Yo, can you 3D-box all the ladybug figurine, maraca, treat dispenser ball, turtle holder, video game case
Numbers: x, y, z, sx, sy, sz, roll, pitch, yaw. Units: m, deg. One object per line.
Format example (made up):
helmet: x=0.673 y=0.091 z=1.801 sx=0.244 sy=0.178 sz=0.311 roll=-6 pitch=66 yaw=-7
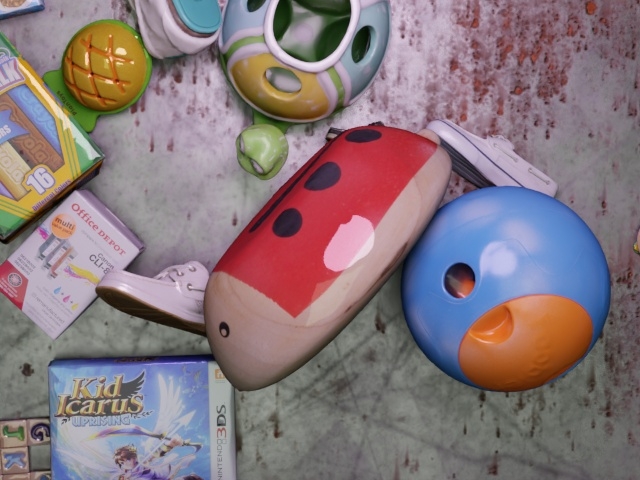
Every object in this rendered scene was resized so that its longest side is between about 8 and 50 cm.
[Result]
ladybug figurine: x=0.000 y=0.000 z=1.590 sx=0.162 sy=0.305 sz=0.449 roll=45 pitch=72 yaw=-12
maraca: x=-0.317 y=-0.234 z=1.666 sx=0.186 sy=0.099 sz=0.127 roll=-37 pitch=93 yaw=25
treat dispenser ball: x=0.255 y=0.067 z=1.631 sx=0.288 sy=0.288 sz=0.288 roll=0 pitch=94 yaw=-4
turtle holder: x=-0.044 y=-0.269 z=1.616 sx=0.320 sy=0.227 sz=0.243 roll=-41 pitch=96 yaw=-1
video game case: x=-0.257 y=0.294 z=1.713 sx=0.270 sy=0.061 sz=0.244 roll=-2 pitch=93 yaw=-7

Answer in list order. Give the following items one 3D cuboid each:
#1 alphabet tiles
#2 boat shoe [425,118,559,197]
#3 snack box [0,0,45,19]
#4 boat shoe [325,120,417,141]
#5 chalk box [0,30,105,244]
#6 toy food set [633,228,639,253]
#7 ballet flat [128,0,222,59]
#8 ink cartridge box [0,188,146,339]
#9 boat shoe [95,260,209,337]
alphabet tiles: x=-0.446 y=0.382 z=1.729 sx=0.198 sy=0.009 sz=0.237 roll=-4 pitch=94 yaw=-8
boat shoe: x=0.254 y=-0.118 z=1.732 sx=0.226 sy=0.083 sz=0.075 roll=39 pitch=78 yaw=-17
snack box: x=-0.570 y=-0.381 z=1.652 sx=0.322 sy=0.060 sz=0.187 roll=-15 pitch=95 yaw=-4
boat shoe: x=0.083 y=-0.151 z=1.724 sx=0.152 sy=0.056 sz=0.049 roll=11 pitch=88 yaw=-15
chalk box: x=-0.456 y=-0.161 z=1.604 sx=0.179 sy=0.180 sz=0.289 roll=-40 pitch=97 yaw=-12
toy food set: x=0.519 y=-0.002 z=1.781 sx=0.083 sy=0.020 sz=0.083 roll=30 pitch=91 yaw=-5
ballet flat: x=-0.245 y=-0.434 z=1.630 sx=0.139 sy=0.139 sz=0.400 roll=-15 pitch=79 yaw=-3
ink cartridge box: x=-0.353 y=0.029 z=1.661 sx=0.128 sy=0.127 sz=0.176 roll=44 pitch=89 yaw=-5
boat shoe: x=-0.195 y=0.074 z=1.654 sx=0.277 sy=0.098 sz=0.096 roll=24 pitch=73 yaw=-44
